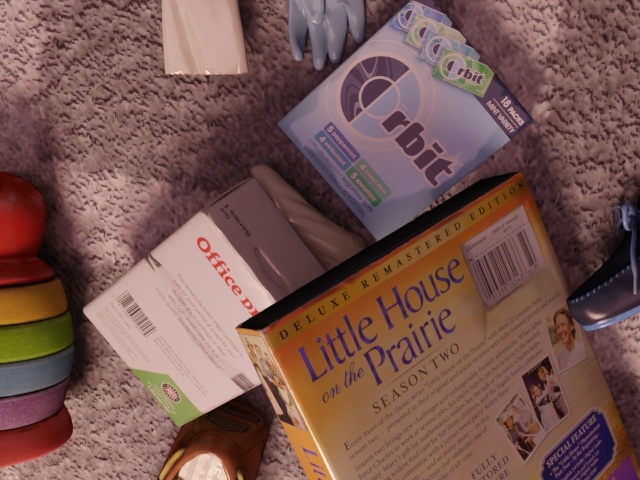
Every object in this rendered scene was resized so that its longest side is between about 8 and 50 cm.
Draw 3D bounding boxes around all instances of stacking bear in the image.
[{"bbox_3d":[-0.345,0.071,0.704,0.164,0.175,0.289,0,95,-6],"label":"stacking bear"}]

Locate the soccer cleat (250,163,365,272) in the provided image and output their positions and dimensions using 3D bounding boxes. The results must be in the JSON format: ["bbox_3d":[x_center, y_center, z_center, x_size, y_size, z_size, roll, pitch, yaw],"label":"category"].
[{"bbox_3d":[0.000,0.000,0.680,0.076,0.068,0.196,-34,96,-4],"label":"soccer cleat"}]

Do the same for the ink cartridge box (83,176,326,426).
[{"bbox_3d":[-0.104,0.065,0.657,0.219,0.092,0.160,-33,97,36],"label":"ink cartridge box"}]

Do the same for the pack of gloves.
[{"bbox_3d":[-0.054,-0.277,0.638,0.195,0.046,0.232,-1,107,-3],"label":"pack of gloves"}]

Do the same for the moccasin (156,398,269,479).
[{"bbox_3d":[-0.155,0.363,0.744,0.139,0.147,0.380,26,106,2],"label":"moccasin"}]

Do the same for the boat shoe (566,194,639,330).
[{"bbox_3d":[0.322,-0.022,0.613,0.258,0.109,0.089,-38,88,-1],"label":"boat shoe"}]

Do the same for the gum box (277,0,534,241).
[{"bbox_3d":[0.079,-0.114,0.646,0.184,0.041,0.157,-40,94,16],"label":"gum box"}]

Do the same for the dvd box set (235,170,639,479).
[{"bbox_3d":[0.143,0.188,0.605,0.307,0.062,0.421,-30,101,-29],"label":"dvd box set"}]
